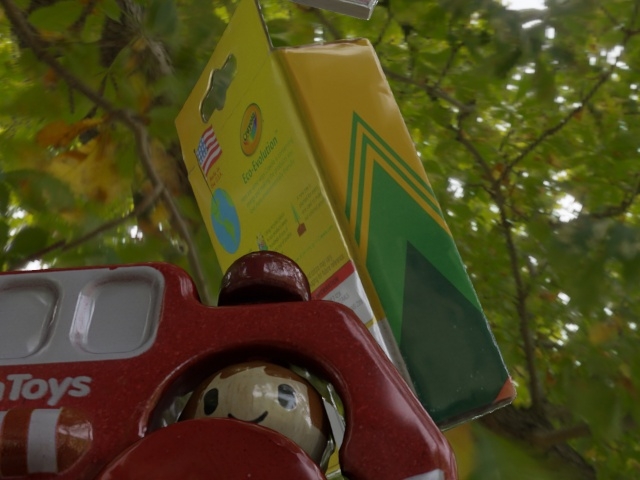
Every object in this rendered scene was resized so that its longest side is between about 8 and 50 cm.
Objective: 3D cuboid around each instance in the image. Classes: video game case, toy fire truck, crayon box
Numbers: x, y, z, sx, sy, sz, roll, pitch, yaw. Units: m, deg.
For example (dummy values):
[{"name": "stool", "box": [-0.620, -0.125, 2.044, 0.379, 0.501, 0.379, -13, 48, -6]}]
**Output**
[{"name": "video game case", "box": [0.006, -0.204, 0.774, 0.087, 0.122, 0.011, 15, -57, 4]}, {"name": "toy fire truck", "box": [-0.090, 0.104, 0.462, 0.302, 0.254, 0.169, -6, -43, 5]}, {"name": "crayon box", "box": [0.000, 0.000, 0.729, 0.081, 0.202, 0.319, -13, -105, -29]}]
